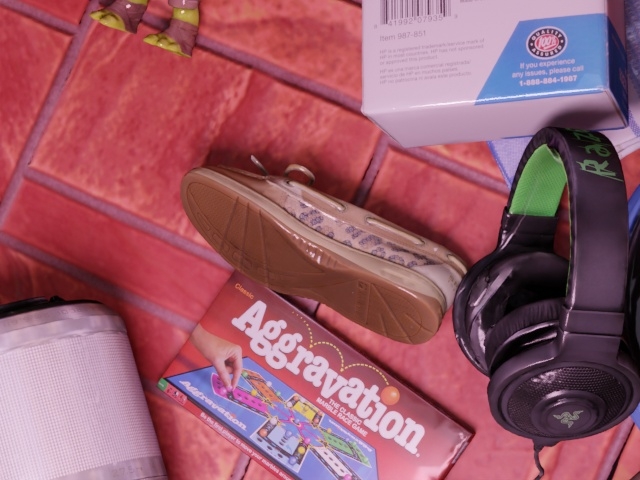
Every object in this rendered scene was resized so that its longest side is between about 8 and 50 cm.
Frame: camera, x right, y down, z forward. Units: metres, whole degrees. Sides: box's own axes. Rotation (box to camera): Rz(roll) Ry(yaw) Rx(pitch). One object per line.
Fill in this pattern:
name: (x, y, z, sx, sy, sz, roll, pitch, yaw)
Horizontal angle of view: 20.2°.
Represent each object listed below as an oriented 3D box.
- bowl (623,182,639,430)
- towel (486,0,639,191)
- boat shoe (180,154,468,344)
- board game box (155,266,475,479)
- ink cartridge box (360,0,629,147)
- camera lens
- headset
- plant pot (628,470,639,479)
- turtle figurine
bowl: (0.441, 0.056, 1.591, 0.391, 0.077, 0.391, -2, 84, 14)
towel: (0.267, -0.182, 1.682, 0.285, 0.034, 0.209, -27, 78, 10)
boat shoe: (0.000, 0.000, 1.706, 0.285, 0.104, 0.089, 29, 52, 11)
board game box: (-0.007, 0.162, 1.717, 0.281, 0.027, 0.145, 35, 92, 15)
ink cartridge box: (0.160, -0.255, 1.642, 0.223, 0.129, 0.307, -4, 76, 19)
camera lens: (-0.262, 0.202, 1.676, 0.219, 0.219, 0.274, -19, 80, 11)
headset: (0.169, 0.093, 1.573, 0.185, 0.243, 0.394, 4, 110, -8)
plant pot: (0.294, 0.338, 1.504, 0.323, 0.323, 0.280, 32, 76, 15)
turtle figurine: (-0.149, -0.305, 1.771, 0.269, 0.087, 0.217, 24, 98, 7)
